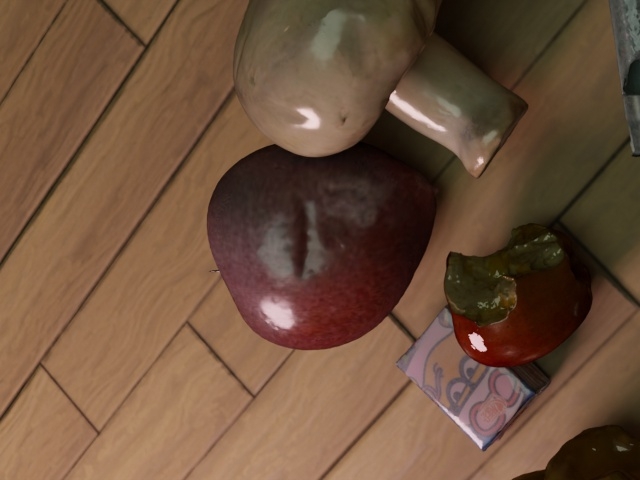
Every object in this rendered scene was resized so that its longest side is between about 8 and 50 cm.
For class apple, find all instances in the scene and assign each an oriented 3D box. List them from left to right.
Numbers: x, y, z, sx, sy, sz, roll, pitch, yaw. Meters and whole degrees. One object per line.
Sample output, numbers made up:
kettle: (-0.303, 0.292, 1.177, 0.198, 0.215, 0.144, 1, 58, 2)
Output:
apple: (0.232, 0.065, 1.762, 0.158, 0.156, 0.147, -12, 109, 19)

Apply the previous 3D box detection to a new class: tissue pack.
tissue pack: (0.186, 0.161, 1.861, 0.155, 0.065, 0.115, 45, 121, 14)

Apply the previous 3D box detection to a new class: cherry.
cherry: (0.000, 0.000, 1.853, 0.307, 0.221, 0.261, -21, 95, 14)

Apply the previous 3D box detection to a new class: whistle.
whistle: (0.348, -0.248, 1.672, 0.062, 0.062, 0.312, -6, 98, 32)

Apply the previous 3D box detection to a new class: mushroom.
mushroom: (0.037, -0.218, 1.714, 0.315, 0.315, 0.356, -45, 57, 30)

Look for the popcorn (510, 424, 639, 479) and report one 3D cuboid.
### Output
popcorn: (0.356, 0.358, 1.700, 0.316, 0.280, 0.297, 71, 155, 16)
